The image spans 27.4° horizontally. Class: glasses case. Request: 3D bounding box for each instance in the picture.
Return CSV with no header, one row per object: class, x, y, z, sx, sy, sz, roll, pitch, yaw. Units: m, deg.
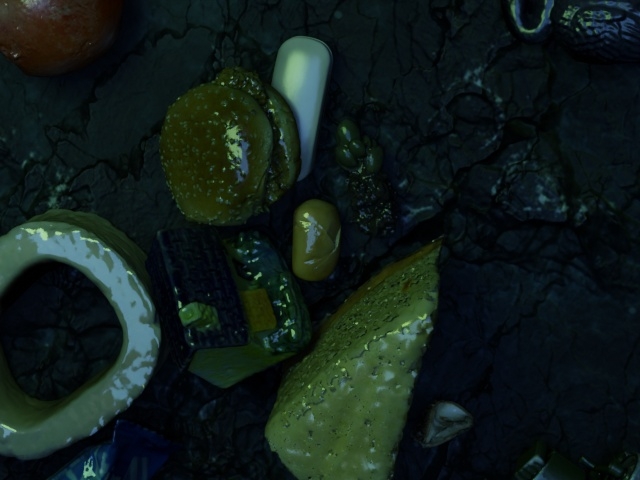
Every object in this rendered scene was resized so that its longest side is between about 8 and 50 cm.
glasses case,-0.034,-0.183,1.835,0.081,0.051,0.204,14,100,9

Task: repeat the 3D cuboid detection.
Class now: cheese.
cheese,-0.378,0.132,1.847,0.332,0.153,0.292,-44,93,6

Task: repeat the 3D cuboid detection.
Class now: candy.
candy,-0.358,0.376,1.874,0.331,0.187,0.077,-38,61,6

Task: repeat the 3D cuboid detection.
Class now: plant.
plant,0.064,-0.087,1.836,0.087,0.085,0.174,-20,91,-19

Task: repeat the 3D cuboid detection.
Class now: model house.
model house,-0.137,0.069,1.767,0.170,0.211,0.194,-24,67,14

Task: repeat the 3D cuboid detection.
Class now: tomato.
tomato,-0.363,-0.324,1.756,0.184,0.208,0.208,-37,94,3

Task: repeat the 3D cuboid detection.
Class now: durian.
durian,0.168,0.267,1.863,0.066,0.130,0.052,38,123,24

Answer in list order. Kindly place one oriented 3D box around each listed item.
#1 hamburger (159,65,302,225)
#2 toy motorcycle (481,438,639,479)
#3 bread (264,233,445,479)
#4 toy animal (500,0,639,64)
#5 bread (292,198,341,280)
hamburger,-0.133,-0.129,1.792,0.189,0.122,0.215,1,97,33
toy motorcycle,0.328,0.371,1.863,0.205,0.127,0.275,35,105,-1
bread,0.105,0.208,1.785,0.315,0.248,0.279,-32,100,19
toy animal,0.394,-0.319,1.764,0.298,0.122,0.185,23,93,6
bread,0.000,0.000,1.842,0.056,0.082,0.115,6,95,36
